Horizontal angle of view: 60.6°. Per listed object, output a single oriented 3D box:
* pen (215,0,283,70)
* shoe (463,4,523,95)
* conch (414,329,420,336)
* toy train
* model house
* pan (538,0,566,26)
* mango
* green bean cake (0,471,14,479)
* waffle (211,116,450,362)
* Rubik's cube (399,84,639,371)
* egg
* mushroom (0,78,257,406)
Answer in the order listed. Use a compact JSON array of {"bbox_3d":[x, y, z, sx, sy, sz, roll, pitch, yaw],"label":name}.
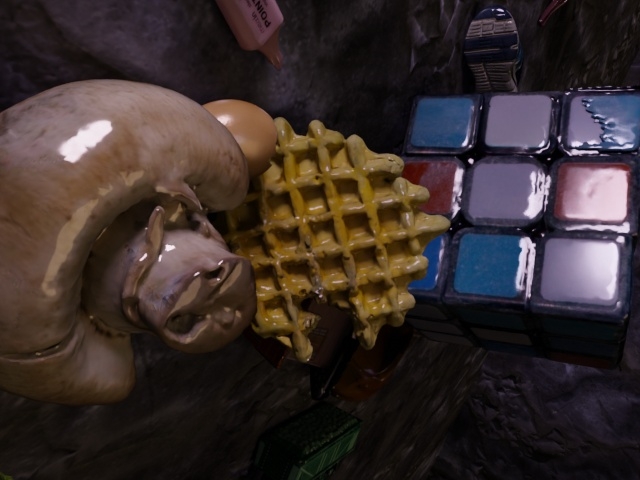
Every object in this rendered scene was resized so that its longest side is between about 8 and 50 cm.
[{"bbox_3d":[-0.072,-0.224,0.493,0.053,0.032,0.197,-55,150,-11],"label":"pen"},{"bbox_3d":[0.313,-0.334,0.975,0.207,0.092,0.106,53,47,-55],"label":"shoe"},{"bbox_3d":[0.316,0.125,1.278,0.297,0.210,0.352,-10,123,-37],"label":"conch"},{"bbox_3d":[-0.033,0.425,1.076,0.269,0.115,0.154,-5,111,-57],"label":"toy train"},{"bbox_3d":[-0.015,0.050,0.766,0.207,0.154,0.293,-98,-150,-61],"label":"model house"},{"bbox_3d":[0.533,-0.545,1.170,0.212,0.040,0.115,-58,146,-5],"label":"pan"},{"bbox_3d":[0.087,0.203,1.042,0.236,0.136,0.166,-43,162,-38],"label":"mango"},{"bbox_3d":[-0.273,0.129,0.303,0.113,0.214,0.200,-48,150,-30],"label":"green bean cake"},{"bbox_3d":[0.000,0.000,0.612,0.250,0.261,0.056,-56,-179,1],"label":"waffle"},{"bbox_3d":[0.315,-0.007,0.896,0.362,0.363,0.358,42,55,-61],"label":"Rubik's cube"},{"bbox_3d":[-0.090,-0.096,0.532,0.096,0.080,0.080,-11,127,-33],"label":"egg"},{"bbox_3d":[-0.161,0.002,0.389,0.253,0.195,0.189,-62,149,0],"label":"mushroom"}]
